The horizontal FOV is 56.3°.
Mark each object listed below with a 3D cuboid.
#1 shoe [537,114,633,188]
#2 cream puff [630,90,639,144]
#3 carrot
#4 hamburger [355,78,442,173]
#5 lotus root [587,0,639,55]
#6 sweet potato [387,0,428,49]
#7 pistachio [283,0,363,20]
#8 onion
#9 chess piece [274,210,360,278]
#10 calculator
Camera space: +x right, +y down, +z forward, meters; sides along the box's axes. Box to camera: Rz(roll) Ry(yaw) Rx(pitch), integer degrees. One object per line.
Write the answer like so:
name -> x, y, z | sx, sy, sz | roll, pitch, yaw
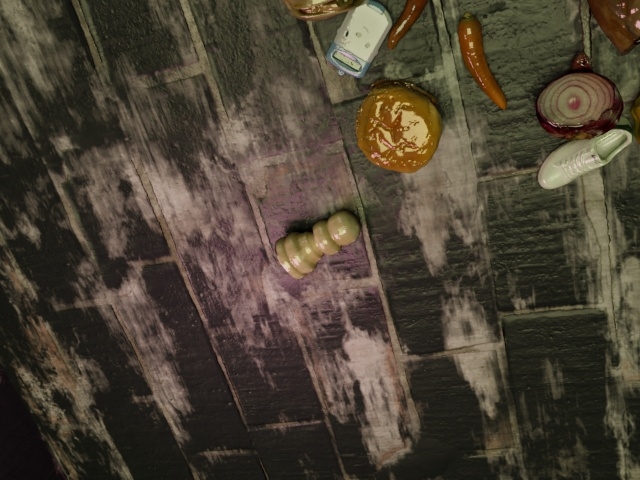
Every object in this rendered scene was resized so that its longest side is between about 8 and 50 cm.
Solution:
shoe -> 0.682, -0.218, 1.545 | 0.095, 0.110, 0.265 | 42, 116, -11
cream puff -> 0.901, -0.304, 1.366 | 0.324, 0.257, 0.291 | -17, 108, 21
carrot -> 0.406, -0.448, 1.527 | 0.062, 0.066, 0.271 | 16, 136, 58
hamburger -> 0.203, -0.302, 1.588 | 0.244, 0.163, 0.245 | 7, 120, 12
lotus root -> 0.697, -0.580, 1.259 | 0.316, 0.316, 0.250 | -38, 95, 27
sweet potato -> 0.239, -0.597, 1.489 | 0.057, 0.057, 0.265 | 25, 121, 0
pistachio -> -0.001, -0.625, 1.494 | 0.214, 0.144, 0.144 | -2, 116, 10
onion -> 0.639, -0.354, 1.477 | 0.195, 0.139, 0.218 | -4, 74, 34
chess piece -> 0.000, 0.000, 1.820 | 0.260, 0.143, 0.143 | -31, 106, 21
calculator -> 0.101, -0.526, 1.569 | 0.121, 0.039, 0.210 | 32, 120, -2
